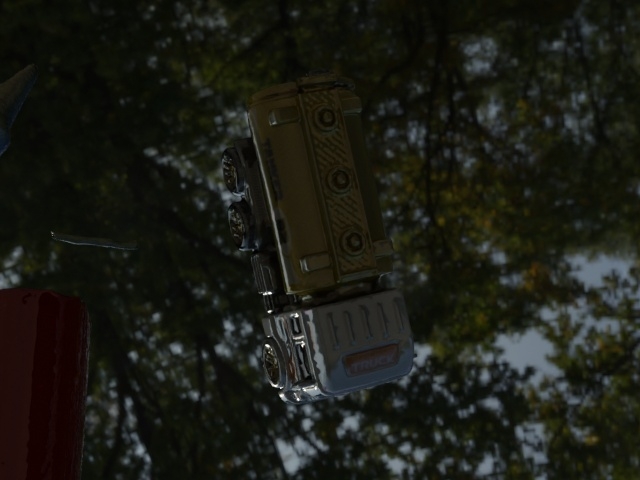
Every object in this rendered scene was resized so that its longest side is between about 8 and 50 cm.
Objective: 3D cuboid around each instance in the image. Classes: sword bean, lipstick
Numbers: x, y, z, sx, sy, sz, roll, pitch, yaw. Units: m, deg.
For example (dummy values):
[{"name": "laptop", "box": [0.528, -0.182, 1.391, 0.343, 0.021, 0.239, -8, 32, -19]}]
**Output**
[{"name": "sword bean", "box": [-0.203, 0.000, 0.978, 0.083, 0.012, 0.012, 9, -163, -36]}, {"name": "lipstick", "box": [-0.156, 0.164, 0.538, 0.073, 0.073, 0.279, -5, -114, 14]}]

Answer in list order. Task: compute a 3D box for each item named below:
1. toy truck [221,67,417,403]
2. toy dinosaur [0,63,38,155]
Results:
[{"name": "toy truck", "box": [0.000, 0.000, 0.420, 0.052, 0.123, 0.063, -11, 177, -24]}, {"name": "toy dinosaur", "box": [-0.346, -0.077, 1.099, 0.075, 0.188, 0.247, 6, -153, 23]}]
